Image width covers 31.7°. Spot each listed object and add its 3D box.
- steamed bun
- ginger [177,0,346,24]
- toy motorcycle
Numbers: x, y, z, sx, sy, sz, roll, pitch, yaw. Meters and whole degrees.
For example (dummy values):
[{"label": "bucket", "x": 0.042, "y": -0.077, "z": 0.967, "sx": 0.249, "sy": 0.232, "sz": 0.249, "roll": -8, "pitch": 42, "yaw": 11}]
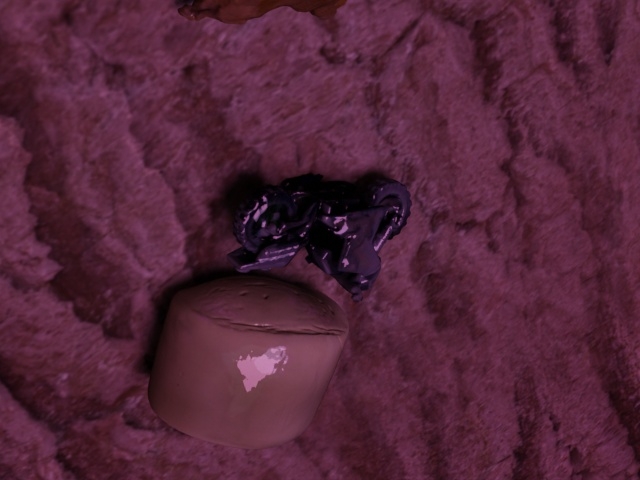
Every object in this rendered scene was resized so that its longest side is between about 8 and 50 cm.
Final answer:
[{"label": "steamed bun", "x": -0.080, "y": 0.152, "z": 1.403, "sx": 0.250, "sy": 0.155, "sz": 0.200, "roll": 1, "pitch": 122, "yaw": -42}, {"label": "ginger", "x": -0.025, "y": -0.302, "z": 1.105, "sx": 0.270, "sy": 0.123, "sz": 0.219, "roll": -41, "pitch": 141, "yaw": -3}, {"label": "toy motorcycle", "x": 0.000, "y": 0.000, "z": 1.386, "sx": 0.271, "sy": 0.106, "sz": 0.159, "roll": -7, "pitch": 121, "yaw": -39}]
